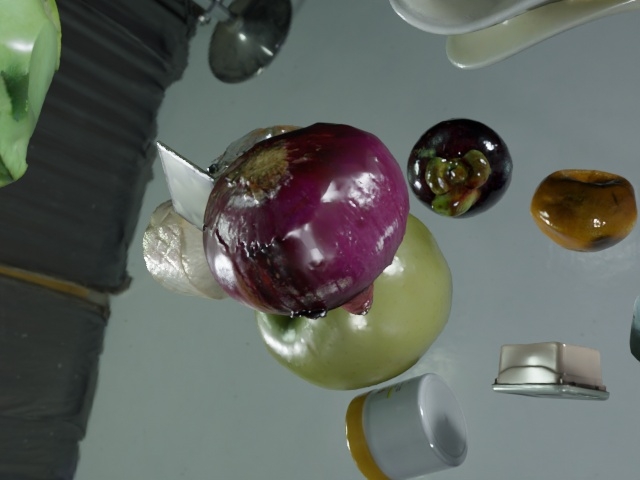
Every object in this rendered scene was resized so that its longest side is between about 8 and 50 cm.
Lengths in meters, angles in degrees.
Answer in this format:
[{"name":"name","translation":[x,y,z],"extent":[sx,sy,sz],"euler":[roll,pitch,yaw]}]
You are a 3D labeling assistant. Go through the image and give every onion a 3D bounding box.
[{"name":"onion","translation":[0.000,0.000,1.092],"extent":[0.348,0.385,0.347],"euler":[-20,41,18]}]

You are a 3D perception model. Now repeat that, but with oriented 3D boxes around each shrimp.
[{"name":"shrimp","translation":[-0.129,-0.160,1.584],"extent":[0.360,0.085,0.247],"euler":[-21,73,-19]}]

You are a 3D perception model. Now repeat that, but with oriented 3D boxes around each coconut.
[{"name":"coconut","translation":[-0.277,0.004,1.657],"extent":[0.329,0.329,0.329],"euler":[-13,67,33]}]

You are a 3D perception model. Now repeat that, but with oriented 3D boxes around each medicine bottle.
[{"name":"medicine bottle","translation":[0.220,0.477,1.658],"extent":[0.232,0.238,0.238],"euler":[-26,60,29]}]

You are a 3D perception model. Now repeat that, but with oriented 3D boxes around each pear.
[{"name":"pear","translation":[-0.408,-0.201,0.687],"extent":[0.286,0.176,0.282],"euler":[1,56,4]}]

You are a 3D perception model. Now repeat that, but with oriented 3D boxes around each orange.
[{"name":"orange","translation":[0.635,-0.067,1.600],"extent":[0.249,0.249,0.183],"euler":[16,118,39]}]

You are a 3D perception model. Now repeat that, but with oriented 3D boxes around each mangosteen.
[{"name":"mangosteen","translation":[0.366,-0.185,1.727],"extent":[0.288,0.288,0.288],"euler":[-13,67,33]}]

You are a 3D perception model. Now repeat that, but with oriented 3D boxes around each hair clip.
[{"name":"hair clip","translation":[0.217,-0.267,0.652],"extent":[0.282,0.113,0.172],"euler":[-21,55,18]}]

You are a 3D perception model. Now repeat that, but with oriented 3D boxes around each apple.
[{"name":"apple","translation":[0.081,0.123,1.522],"extent":[0.474,0.473,0.473],"euler":[-13,67,33]}]

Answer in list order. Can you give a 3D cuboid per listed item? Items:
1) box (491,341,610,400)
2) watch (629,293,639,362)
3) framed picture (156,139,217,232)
[{"name":"box","translation":[0.280,0.161,0.805],"extent":[0.122,0.089,0.062],"euler":[-22,59,59]},{"name":"watch","translation":[0.783,0.192,1.298],"extent":[0.241,0.253,0.161],"euler":[0,104,-3]},{"name":"framed picture","translation":[-0.271,-0.093,1.398],"extent":[0.173,0.231,0.010],"euler":[34,60,21]}]
